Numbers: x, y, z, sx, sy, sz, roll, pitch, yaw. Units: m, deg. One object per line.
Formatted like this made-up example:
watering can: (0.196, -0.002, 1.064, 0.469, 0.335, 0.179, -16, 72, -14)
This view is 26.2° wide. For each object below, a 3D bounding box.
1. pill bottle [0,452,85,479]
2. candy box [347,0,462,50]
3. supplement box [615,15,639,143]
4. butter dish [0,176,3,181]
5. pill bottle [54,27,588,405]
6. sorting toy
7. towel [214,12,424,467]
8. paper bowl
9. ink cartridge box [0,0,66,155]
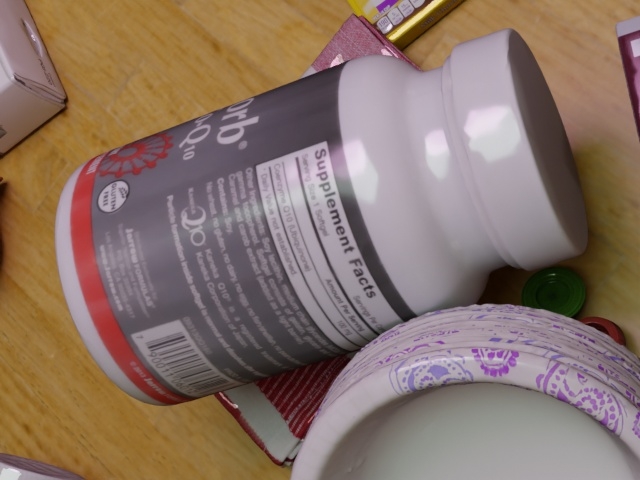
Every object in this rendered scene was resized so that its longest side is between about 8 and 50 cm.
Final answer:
pill bottle: (-0.285, 0.305, 1.211, 0.121, 0.121, 0.221, 13, 83, 28)
candy box: (0.110, -0.261, 1.196, 0.206, 0.027, 0.105, -38, 63, 14)
supplement box: (0.311, -0.063, 1.024, 0.130, 0.073, 0.239, -15, 71, 23)
butter dish: (-0.376, 0.022, 1.325, 0.160, 0.160, 0.118, -28, 91, 18)
pill bottle: (0.002, -0.017, 1.040, 0.363, 0.210, 0.210, -18, 71, 19)
sorting toy: (0.195, 0.071, 1.076, 0.061, 0.042, 0.102, -33, 53, 0)
towel: (0.000, 0.000, 1.172, 0.329, 0.037, 0.237, -48, 69, 10)
paper bowl: (0.127, 0.179, 0.979, 0.284, 0.148, 0.284, 5, 113, 12)
ink cartridge box: (-0.382, -0.147, 1.380, 0.218, 0.092, 0.158, -34, 66, 14)
